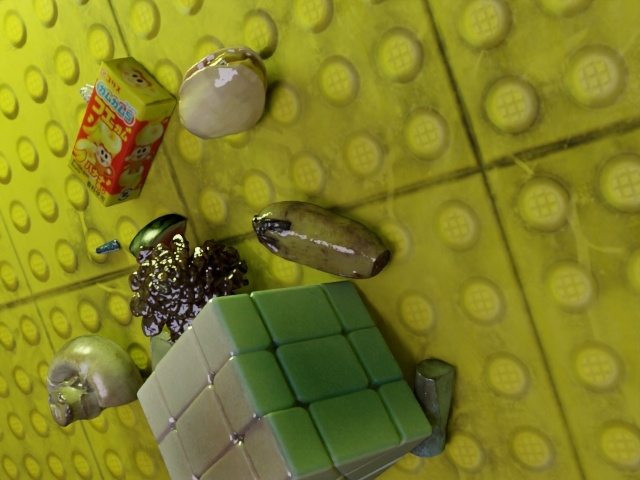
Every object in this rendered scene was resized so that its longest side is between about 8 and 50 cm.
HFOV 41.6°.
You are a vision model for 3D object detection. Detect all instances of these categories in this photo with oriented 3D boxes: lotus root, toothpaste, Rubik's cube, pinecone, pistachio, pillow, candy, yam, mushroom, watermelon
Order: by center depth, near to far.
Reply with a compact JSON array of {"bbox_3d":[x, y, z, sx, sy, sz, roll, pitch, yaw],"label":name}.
[{"bbox_3d":[-0.069,0.289,1.424,0.319,0.322,0.316,-49,60,39],"label":"Rubik's cube"},{"bbox_3d":[0.188,0.288,1.430,0.068,0.068,0.169,20,118,32],"label":"yam"},{"bbox_3d":[0.000,0.000,1.454,0.258,0.097,0.110,20,125,23],"label":"lotus root"},{"bbox_3d":[-0.166,-0.259,1.480,0.145,0.117,0.200,36,128,-26],"label":"pistachio"},{"bbox_3d":[-0.240,0.096,1.608,0.229,0.201,0.202,30,119,23],"label":"pinecone"},{"bbox_3d":[-0.404,-0.214,1.696,0.146,0.088,0.276,46,128,17],"label":"candy"},{"bbox_3d":[-0.330,0.001,1.743,0.094,0.125,0.135,45,167,-22],"label":"watermelon"},{"bbox_3d":[-0.327,0.295,1.846,0.119,0.053,0.208,9,112,40],"label":"pillow"},{"bbox_3d":[-0.478,0.018,1.888,0.083,0.019,0.027,-16,79,37],"label":"toothpaste"},{"bbox_3d":[-0.540,0.315,1.933,0.254,0.195,0.189,-27,85,38],"label":"mushroom"}]

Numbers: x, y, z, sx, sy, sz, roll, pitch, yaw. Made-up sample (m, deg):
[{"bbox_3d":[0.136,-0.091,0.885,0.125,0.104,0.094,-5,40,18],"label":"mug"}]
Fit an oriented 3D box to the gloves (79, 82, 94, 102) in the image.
[{"bbox_3d":[-0.474,-0.306,1.756,0.081,0.037,0.044,4,73,43],"label":"gloves"}]
